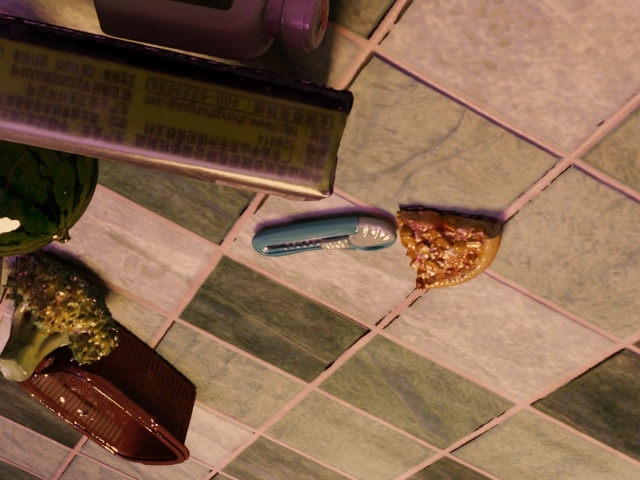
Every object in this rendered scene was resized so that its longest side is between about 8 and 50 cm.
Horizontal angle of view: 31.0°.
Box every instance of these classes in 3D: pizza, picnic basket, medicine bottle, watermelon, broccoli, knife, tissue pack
[{"bbox_3d":[0.146,0.007,1.413,0.131,0.041,0.178,40,142,-23],"label":"pizza"},{"bbox_3d":[-0.345,0.256,1.956,0.222,0.129,0.297,-12,133,42],"label":"picnic basket"},{"bbox_3d":[-0.104,-0.237,1.138,0.219,0.115,0.078,13,144,12],"label":"medicine bottle"},{"bbox_3d":[-0.389,-0.096,1.387,0.242,0.242,0.242,15,146,10],"label":"watermelon"},{"bbox_3d":[-0.422,0.137,1.776,0.220,0.194,0.194,21,147,12],"label":"broccoli"},{"bbox_3d":[0.000,0.000,1.492,0.222,0.031,0.064,-7,141,36],"label":"knife"},{"bbox_3d":[-0.181,-0.134,1.151,0.394,0.124,0.288,12,-176,-6],"label":"tissue pack"}]

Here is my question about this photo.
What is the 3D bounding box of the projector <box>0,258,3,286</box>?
[{"bbox_3d":[-0.560,0.103,1.859,0.061,0.115,0.147,9,152,-25],"label":"projector"}]
